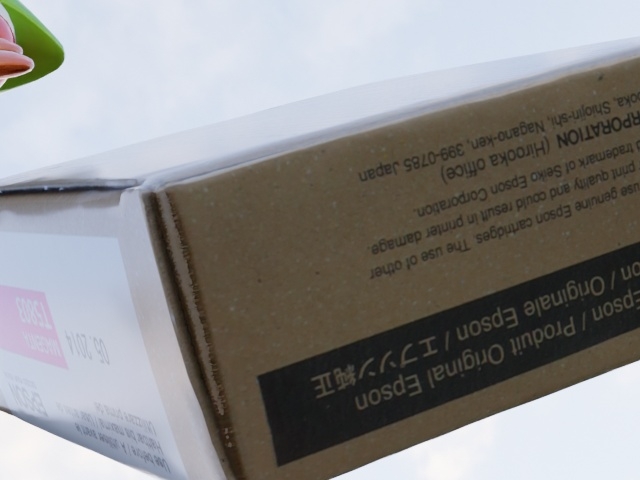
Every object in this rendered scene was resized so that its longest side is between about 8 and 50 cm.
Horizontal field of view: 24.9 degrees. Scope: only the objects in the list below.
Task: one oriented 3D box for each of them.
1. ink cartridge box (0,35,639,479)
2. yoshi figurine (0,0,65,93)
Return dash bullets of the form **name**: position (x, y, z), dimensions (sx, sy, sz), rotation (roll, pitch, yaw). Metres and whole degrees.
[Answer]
- **ink cartridge box**: position (0.000, 0.000, 0.470), dimensions (0.193, 0.234, 0.088), rotation (-18, -81, -25)
- **yoshi figurine**: position (-0.266, -0.101, 0.717), dimensions (0.203, 0.362, 0.203), rotation (-38, -72, 0)
